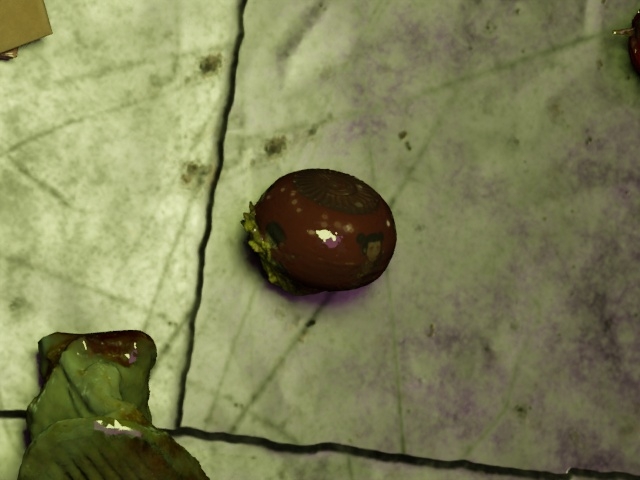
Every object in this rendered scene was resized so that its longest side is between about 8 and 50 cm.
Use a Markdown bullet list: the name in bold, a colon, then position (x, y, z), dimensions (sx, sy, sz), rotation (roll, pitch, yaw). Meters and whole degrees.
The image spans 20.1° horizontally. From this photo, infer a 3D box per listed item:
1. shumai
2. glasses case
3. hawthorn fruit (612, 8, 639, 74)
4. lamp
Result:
- **shumai**: position (-0.220, 0.232, 1.848), dimensions (0.222, 0.203, 0.271), rotation (6, 119, -15)
- **glasses case**: position (-0.375, -0.214, 1.860), dimensions (0.193, 0.070, 0.102), rotation (-24, 121, -20)
- **hawthorn fruit**: position (0.419, -0.232, 2.071), dimensions (0.172, 0.148, 0.148), rotation (6, 84, 2)
- **lamp**: position (0.002, -0.002, 1.923), dimensions (0.157, 0.156, 0.135), rotation (24, 121, 16)
